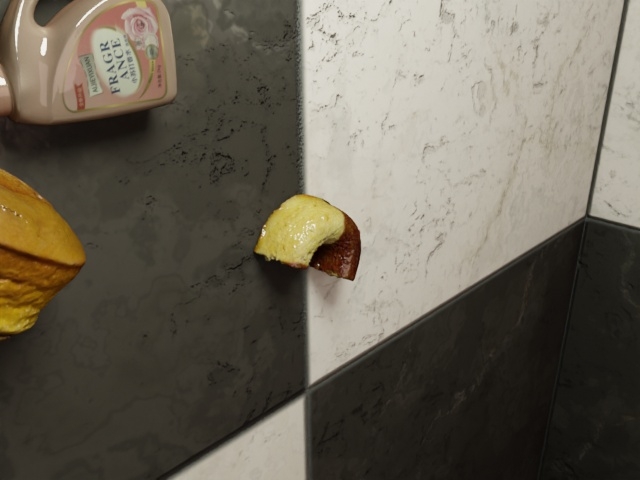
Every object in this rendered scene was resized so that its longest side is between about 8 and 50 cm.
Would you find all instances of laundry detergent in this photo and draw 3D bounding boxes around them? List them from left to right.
[{"bbox_3d":[-0.281,-0.217,0.666,0.237,0.076,0.171,-20,120,-39],"label":"laundry detergent"}]

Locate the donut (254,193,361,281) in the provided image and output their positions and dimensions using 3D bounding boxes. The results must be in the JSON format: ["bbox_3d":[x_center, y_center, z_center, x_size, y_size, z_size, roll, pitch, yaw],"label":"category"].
[{"bbox_3d":[-0.002,-0.001,1.052,0.217,0.085,0.141,11,98,-47],"label":"donut"}]

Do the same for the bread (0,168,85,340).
[{"bbox_3d":[-0.361,-0.017,0.575,0.270,0.195,0.142,31,91,-42],"label":"bread"}]
